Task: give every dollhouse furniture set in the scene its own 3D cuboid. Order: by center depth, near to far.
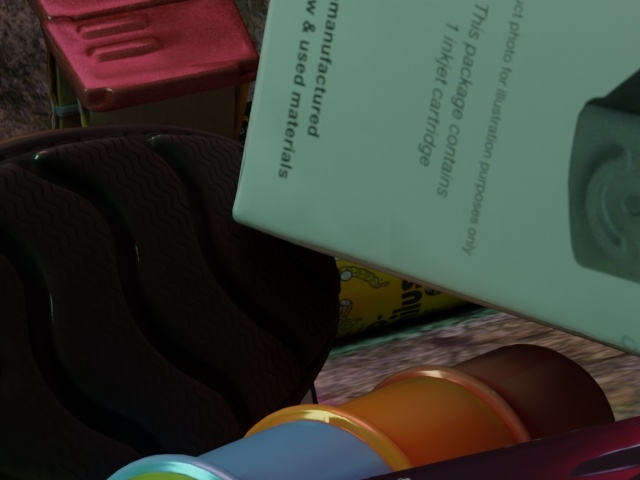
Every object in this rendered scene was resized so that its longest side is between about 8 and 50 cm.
[{"bbox_3d":[0.005,-0.092,1.268,0.374,0.201,0.152,-12,45,-18],"label":"dollhouse furniture set"}]

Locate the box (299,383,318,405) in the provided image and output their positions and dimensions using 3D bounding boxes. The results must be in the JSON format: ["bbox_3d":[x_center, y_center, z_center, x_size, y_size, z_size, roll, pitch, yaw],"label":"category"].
[{"bbox_3d":[-0.081,0.084,0.989,0.116,0.029,0.162,-14,8,-19],"label":"box"}]

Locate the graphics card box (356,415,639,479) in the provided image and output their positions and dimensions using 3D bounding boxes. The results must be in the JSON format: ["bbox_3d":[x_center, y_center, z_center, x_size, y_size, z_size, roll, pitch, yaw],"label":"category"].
[{"bbox_3d":[0.153,0.076,0.334,0.371,0.094,0.233,-12,6,1],"label":"graphics card box"}]

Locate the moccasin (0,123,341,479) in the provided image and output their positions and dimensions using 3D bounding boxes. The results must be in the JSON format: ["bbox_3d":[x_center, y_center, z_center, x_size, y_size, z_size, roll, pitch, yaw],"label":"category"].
[{"bbox_3d":[-0.140,0.081,0.597,0.380,0.139,0.147,-42,6,-38],"label":"moccasin"}]

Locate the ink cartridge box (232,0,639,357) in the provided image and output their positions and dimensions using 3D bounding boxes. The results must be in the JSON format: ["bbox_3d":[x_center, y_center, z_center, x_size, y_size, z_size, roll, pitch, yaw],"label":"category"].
[{"bbox_3d":[0.160,-0.041,0.644,0.306,0.131,0.226,17,20,22],"label":"ink cartridge box"}]

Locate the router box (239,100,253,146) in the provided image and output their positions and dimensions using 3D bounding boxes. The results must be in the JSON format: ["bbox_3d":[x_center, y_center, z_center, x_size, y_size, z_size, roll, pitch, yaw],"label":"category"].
[{"bbox_3d":[-0.098,-0.019,1.425,0.046,0.133,0.179,-8,8,44],"label":"router box"}]

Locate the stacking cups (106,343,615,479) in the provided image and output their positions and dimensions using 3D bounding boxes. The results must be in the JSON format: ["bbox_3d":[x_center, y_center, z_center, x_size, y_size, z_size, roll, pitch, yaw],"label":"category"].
[{"bbox_3d":[-0.012,0.088,0.549,0.096,0.096,0.316,-7,8,40],"label":"stacking cups"}]

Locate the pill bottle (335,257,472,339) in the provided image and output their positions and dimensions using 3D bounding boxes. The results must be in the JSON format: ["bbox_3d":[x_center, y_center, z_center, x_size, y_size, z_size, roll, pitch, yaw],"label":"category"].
[{"bbox_3d":[0.000,0.000,1.151,0.208,0.117,0.117,-14,7,-14],"label":"pill bottle"}]
